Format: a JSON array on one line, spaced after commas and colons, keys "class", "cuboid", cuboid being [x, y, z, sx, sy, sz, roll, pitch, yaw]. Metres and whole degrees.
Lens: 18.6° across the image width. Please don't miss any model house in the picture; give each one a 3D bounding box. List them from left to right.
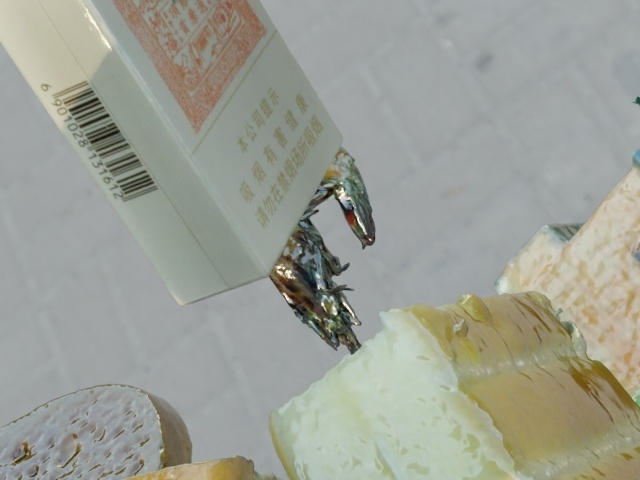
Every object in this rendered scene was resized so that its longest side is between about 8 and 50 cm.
[{"class": "model house", "cuboid": [0.360, 0.008, 1.619, 0.267, 0.194, 0.325, 47, 118, 26]}]

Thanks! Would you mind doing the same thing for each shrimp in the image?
[{"class": "shrimp", "cuboid": [0.000, 0.000, 1.226, 0.091, 0.161, 0.034, -33, 19, -7]}]

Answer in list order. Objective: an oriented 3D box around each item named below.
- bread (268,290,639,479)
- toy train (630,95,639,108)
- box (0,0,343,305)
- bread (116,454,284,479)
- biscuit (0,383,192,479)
[{"class": "bread", "cuboid": [0.110, 0.140, 0.928, 0.111, 0.246, 0.239, -38, 75, 21]}, {"class": "toy train", "cuboid": [0.438, -0.127, 1.937, 0.126, 0.189, 0.307, -67, 19, 10]}, {"class": "box", "cuboid": [-0.077, -0.087, 0.969, 0.058, 0.201, 0.141, -21, 23, 30]}, {"class": "bread", "cuboid": [-0.114, 0.217, 1.207, 0.160, 0.140, 0.169, 2, 78, 18]}, {"class": "biscuit", "cuboid": [-0.295, 0.315, 1.952, 0.394, 0.070, 0.350, -26, 38, 19]}]
